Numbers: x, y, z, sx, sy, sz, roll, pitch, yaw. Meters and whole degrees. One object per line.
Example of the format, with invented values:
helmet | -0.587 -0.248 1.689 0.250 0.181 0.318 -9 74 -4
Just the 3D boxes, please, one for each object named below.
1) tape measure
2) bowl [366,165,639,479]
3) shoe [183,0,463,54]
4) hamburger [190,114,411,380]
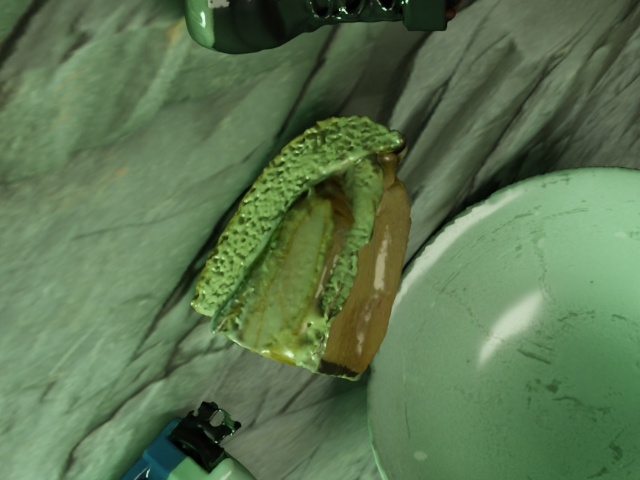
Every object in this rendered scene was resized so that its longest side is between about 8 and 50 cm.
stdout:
tape measure | -0.094 0.308 1.235 0.215 0.098 0.351 -47 140 -12
bowl | 0.266 0.158 1.325 0.435 0.435 0.196 -49 168 -6
shoe | 0.038 -0.188 0.955 0.291 0.137 0.114 -28 135 -29
hamburger | 0.000 0.000 1.098 0.155 0.135 0.208 14 94 -67
